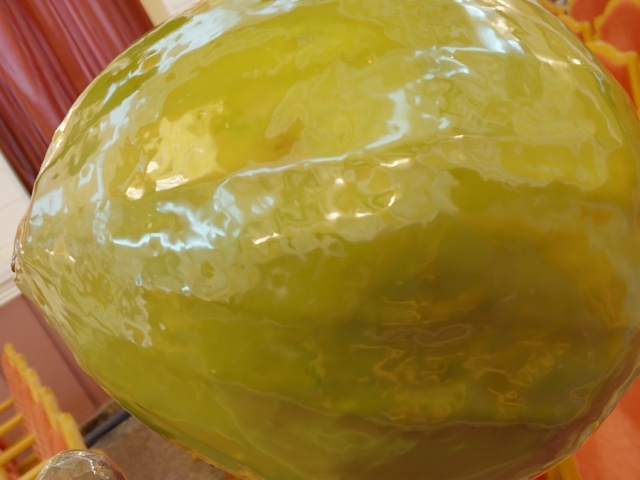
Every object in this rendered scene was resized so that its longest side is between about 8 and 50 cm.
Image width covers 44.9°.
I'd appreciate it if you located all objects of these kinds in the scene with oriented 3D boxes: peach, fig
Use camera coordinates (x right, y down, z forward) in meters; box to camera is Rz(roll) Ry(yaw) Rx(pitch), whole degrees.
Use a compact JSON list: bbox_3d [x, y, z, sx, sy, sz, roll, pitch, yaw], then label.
[{"bbox_3d":[-0.184,0.201,0.590,0.083,0.083,0.083,-27,13,7],"label":"peach"},{"bbox_3d":[0.007,-0.007,0.455,0.343,0.343,0.343,-27,13,7],"label":"fig"}]

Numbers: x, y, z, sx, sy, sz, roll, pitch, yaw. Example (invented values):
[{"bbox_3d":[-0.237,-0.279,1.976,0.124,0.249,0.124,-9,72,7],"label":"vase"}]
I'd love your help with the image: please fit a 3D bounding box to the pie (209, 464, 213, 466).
[{"bbox_3d":[-0.088,0.125,0.710,0.034,0.170,0.092,2,-2,-29],"label":"pie"}]
